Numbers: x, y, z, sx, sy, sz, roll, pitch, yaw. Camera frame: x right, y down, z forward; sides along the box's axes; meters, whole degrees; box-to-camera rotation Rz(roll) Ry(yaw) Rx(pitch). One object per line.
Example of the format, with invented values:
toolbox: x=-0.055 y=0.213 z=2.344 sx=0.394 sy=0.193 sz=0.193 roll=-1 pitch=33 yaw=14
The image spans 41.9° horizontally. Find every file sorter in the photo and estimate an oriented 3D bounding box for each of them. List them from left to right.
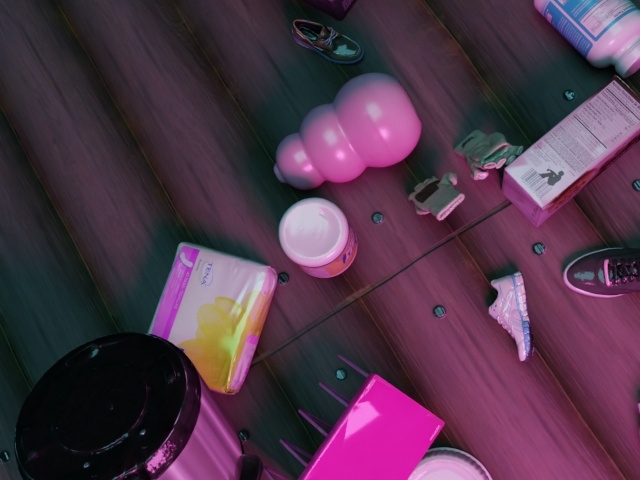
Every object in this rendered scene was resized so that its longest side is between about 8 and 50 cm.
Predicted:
file sorter: x=0.053 y=0.402 z=1.650 sx=0.202 sy=0.182 sz=0.290 roll=38 pitch=84 yaw=-27

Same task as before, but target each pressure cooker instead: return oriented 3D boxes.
pressure cooker: x=-0.349 y=0.430 z=1.637 sx=0.376 sy=0.420 sz=0.370 roll=-38 pitch=46 yaw=-16

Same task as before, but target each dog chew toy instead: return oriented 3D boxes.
dog chew toy: x=0.049 y=-0.220 z=1.816 sx=0.332 sy=0.206 sz=0.206 roll=-29 pitch=74 yaw=11

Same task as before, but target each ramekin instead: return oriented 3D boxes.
ramekin: x=0.246 y=0.516 z=1.652 sx=0.207 sy=0.109 sz=0.207 roll=-2 pitch=78 yaw=10

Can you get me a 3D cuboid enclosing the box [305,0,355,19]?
box: x=-0.104 y=-0.800 z=1.828 sx=0.480 sy=0.472 sz=0.297 roll=33 pitch=85 yaw=16

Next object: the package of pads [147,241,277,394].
package of pads: x=-0.239 y=0.169 z=1.824 sx=0.229 sy=0.101 sz=0.296 roll=15 pitch=81 yaw=14

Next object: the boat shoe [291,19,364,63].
boat shoe: x=0.012 y=-0.463 z=1.939 sx=0.183 sy=0.066 sz=0.066 roll=21 pitch=82 yaw=14

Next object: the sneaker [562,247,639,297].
sneaker: x=0.640 y=0.053 z=1.666 sx=0.296 sy=0.147 sz=0.104 roll=-2 pitch=79 yaw=11

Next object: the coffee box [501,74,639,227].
coffee box: x=0.526 y=-0.180 z=1.729 sx=0.297 sy=0.168 sz=0.119 roll=-40 pitch=74 yaw=-1

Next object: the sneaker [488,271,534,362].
sneaker: x=0.393 y=0.163 z=1.734 sx=0.083 sy=0.071 sz=0.190 roll=-11 pitch=67 yaw=14

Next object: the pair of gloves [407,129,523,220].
pair of gloves: x=0.297 y=-0.135 z=1.762 sx=0.240 sy=0.204 sz=0.042 roll=-44 pitch=110 yaw=-4

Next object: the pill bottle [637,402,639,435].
pill bottle: x=0.676 y=0.394 z=1.604 sx=0.103 sy=0.103 sz=0.184 roll=-16 pitch=75 yaw=6

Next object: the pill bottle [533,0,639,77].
pill bottle: x=0.594 y=-0.473 z=1.795 sx=0.146 sy=0.146 sz=0.264 roll=-38 pitch=74 yaw=0

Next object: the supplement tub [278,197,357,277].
supplement tub: x=0.000 y=0.000 z=1.767 sx=0.145 sy=0.199 sz=0.144 roll=-2 pitch=78 yaw=10
